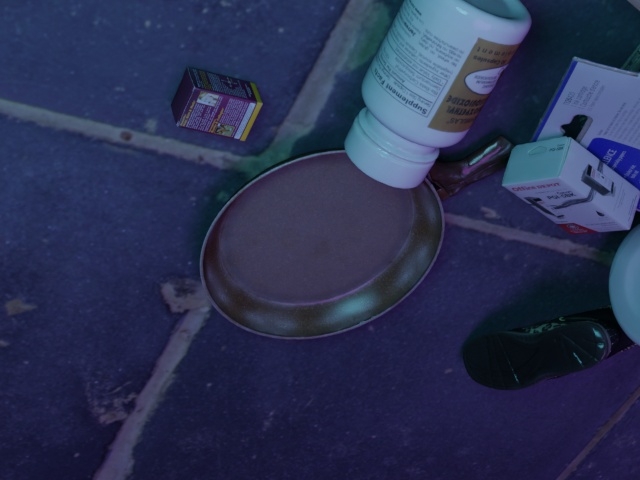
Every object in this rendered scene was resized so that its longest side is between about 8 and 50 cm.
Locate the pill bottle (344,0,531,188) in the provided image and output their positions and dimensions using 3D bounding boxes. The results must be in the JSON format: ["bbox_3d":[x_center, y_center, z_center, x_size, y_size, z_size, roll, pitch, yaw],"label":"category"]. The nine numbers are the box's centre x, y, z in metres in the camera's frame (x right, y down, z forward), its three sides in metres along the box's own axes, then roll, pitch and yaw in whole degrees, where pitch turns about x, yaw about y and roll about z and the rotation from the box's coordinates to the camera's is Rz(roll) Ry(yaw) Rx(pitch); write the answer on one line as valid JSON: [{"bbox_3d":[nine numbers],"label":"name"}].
[{"bbox_3d":[0.119,-0.175,1.237,0.131,0.131,0.229,10,127,-27],"label":"pill bottle"}]

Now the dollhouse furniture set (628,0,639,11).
[{"bbox_3d":[0.434,-0.369,1.029,0.256,0.362,0.394,26,148,-37],"label":"dollhouse furniture set"}]

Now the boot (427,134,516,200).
[{"bbox_3d":[0.182,-0.104,1.388,0.114,0.037,0.106,-27,147,10],"label":"boot"}]

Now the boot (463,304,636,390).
[{"bbox_3d":[0.343,0.151,1.633,0.236,0.085,0.179,-17,176,42],"label":"boot"}]

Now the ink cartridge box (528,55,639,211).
[{"bbox_3d":[0.408,-0.115,1.307,0.307,0.072,0.303,21,161,4],"label":"ink cartridge box"}]

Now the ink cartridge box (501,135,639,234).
[{"bbox_3d":[0.301,-0.063,1.369,0.135,0.056,0.099,31,160,-28],"label":"ink cartridge box"}]

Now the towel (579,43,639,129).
[{"bbox_3d":[0.518,-0.224,1.396,0.312,0.056,0.324,15,127,-26],"label":"towel"}]

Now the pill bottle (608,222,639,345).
[{"bbox_3d":[0.578,0.072,1.570,0.334,0.188,0.188,7,129,-33],"label":"pill bottle"}]

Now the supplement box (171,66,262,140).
[{"bbox_3d":[-0.114,-0.149,1.242,0.083,0.043,0.055,11,127,-28],"label":"supplement box"}]

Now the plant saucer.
[{"bbox_3d":[0.000,0.000,1.414,0.311,0.050,0.310,-10,132,-11],"label":"plant saucer"}]
